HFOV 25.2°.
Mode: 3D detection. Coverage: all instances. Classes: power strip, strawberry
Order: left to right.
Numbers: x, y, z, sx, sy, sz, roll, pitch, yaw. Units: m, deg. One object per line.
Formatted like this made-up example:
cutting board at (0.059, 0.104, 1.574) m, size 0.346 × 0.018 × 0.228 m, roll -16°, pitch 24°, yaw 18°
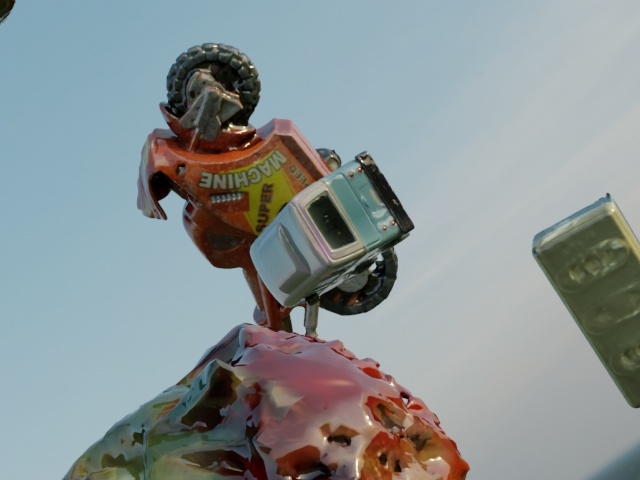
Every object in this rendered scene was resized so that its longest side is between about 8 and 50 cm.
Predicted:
strawberry at (-0.018, 0.138, 0.528) m, size 0.184 × 0.201 × 0.187 m, roll -12°, pitch 42°, yaw 39°
power strip at (0.180, 0.039, 0.853) m, size 0.056 × 0.123 × 0.032 m, roll -30°, pitch 11°, yaw 17°

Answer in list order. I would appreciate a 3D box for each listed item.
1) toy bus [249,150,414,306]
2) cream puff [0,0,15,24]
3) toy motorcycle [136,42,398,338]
toy bus at (0.000, 0.000, 0.894) m, size 0.075 × 0.060 × 0.123 m, roll -29°, pitch -6°, yaw -24°
cream puff at (-0.222, -0.176, 0.804) m, size 0.126 × 0.103 × 0.144 m, roll -1°, pitch -25°, yaw -2°
toy motorcycle at (-0.060, -0.034, 1.294) m, size 0.171 × 0.298 × 0.089 m, roll -36°, pitch 19°, yaw 6°
